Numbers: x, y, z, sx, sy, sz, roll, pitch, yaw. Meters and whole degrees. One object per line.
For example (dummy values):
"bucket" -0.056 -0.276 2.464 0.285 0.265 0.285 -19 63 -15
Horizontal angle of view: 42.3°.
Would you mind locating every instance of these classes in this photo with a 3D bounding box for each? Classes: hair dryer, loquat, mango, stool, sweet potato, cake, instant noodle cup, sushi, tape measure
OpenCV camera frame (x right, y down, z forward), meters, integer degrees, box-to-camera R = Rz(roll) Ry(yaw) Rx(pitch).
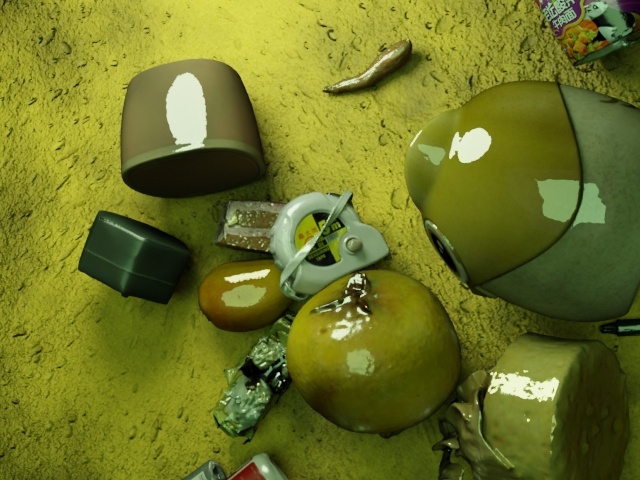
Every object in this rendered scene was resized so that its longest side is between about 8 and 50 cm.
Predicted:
"hair dryer" 0.655 0.175 1.548 0.248 0.070 0.114 -7 83 18
"loquat" 0.110 0.230 1.568 0.328 0.328 0.359 -10 118 14
"mango" -0.148 0.115 1.736 0.221 0.120 0.151 -6 82 7
"stool" -0.399 0.036 1.763 0.232 0.232 0.141 26 94 15
"sweet potato" 0.104 -0.356 1.748 0.214 0.050 0.050 -29 79 17
"cake" -0.087 -0.024 1.743 0.295 0.113 0.116 4 88 3
"instant noodle cup" 0.532 -0.454 1.552 0.251 0.251 0.190 -23 88 12
"sushi" -0.123 0.273 1.709 0.139 0.131 0.291 36 96 4
"cake" 0.357 0.325 1.508 0.321 0.332 0.332 -1 85 41
"tape measure" 0.000 0.000 1.663 0.236 0.120 0.197 -26 93 -15

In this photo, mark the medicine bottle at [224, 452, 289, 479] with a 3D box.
"medicine bottle" -0.175 0.554 1.673 0.250 0.131 0.131 -39 77 -8

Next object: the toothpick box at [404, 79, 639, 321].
"toothpick box" 0.388 -0.074 1.465 0.425 0.409 0.409 24 92 22

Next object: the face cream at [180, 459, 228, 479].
"face cream" -0.323 0.575 1.767 0.283 0.073 0.073 -37 77 9

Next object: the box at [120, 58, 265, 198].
"box" -0.274 -0.231 1.727 0.301 0.301 0.216 -14 75 13
